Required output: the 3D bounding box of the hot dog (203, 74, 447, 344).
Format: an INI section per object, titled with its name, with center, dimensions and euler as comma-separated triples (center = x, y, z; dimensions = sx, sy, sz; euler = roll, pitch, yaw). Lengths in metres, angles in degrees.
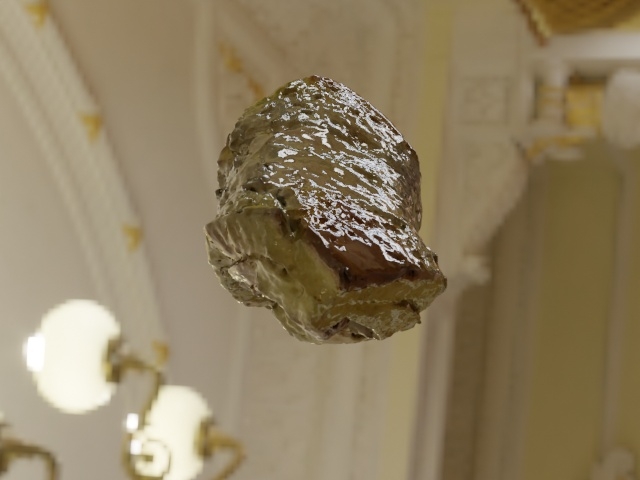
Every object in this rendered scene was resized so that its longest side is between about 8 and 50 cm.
[hot dog]
center = -0.001, 0.000, 0.605
dimensions = 0.061, 0.078, 0.169
euler = -61, 8, 21
